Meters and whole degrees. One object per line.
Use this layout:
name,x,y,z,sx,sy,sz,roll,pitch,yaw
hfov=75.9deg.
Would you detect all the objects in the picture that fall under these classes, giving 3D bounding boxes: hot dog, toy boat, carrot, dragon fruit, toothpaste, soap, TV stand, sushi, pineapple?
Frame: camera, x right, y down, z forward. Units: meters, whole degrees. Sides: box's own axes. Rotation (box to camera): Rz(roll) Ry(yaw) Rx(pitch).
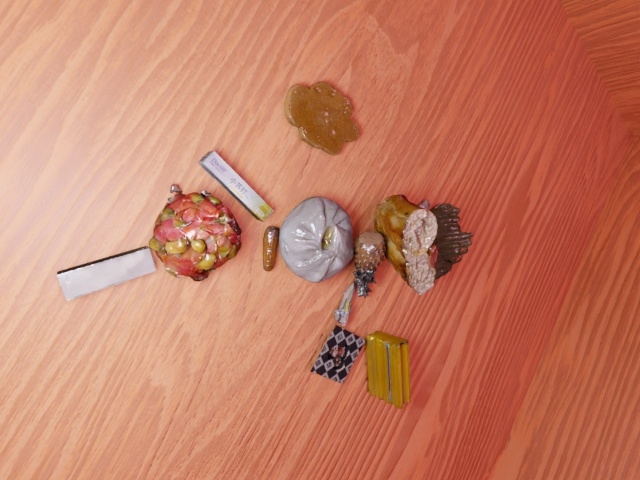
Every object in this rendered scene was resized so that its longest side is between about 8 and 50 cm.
hot dog,0.361,-0.013,1.783,0.196,0.365,0.367,-15,115,-14
toy boat,0.118,0.280,1.851,0.066,0.084,0.210,25,74,-9
carrot,-0.202,0.033,1.624,0.060,0.060,0.186,3,100,-32
dragon fruit,-0.409,-0.009,1.365,0.314,0.263,0.296,44,74,-29
toothpaste,-0.306,-0.197,1.507,0.071,0.089,0.313,-49,119,-11
soap,0.322,0.604,1.947,0.096,0.204,0.324,-14,105,-41
TV stand,-0.680,0.100,1.319,0.269,0.083,0.088,-19,104,-28
sushi,0.073,0.512,1.869,0.219,0.047,0.231,34,83,-36
pineapple,0.204,0.109,1.811,0.141,0.170,0.310,-6,125,-14

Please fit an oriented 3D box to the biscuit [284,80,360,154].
biscuit,0.015,-0.504,1.684,0.376,0.051,0.269,18,85,-33

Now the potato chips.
potato chips,0.620,0.027,2.113,0.389,0.097,0.373,-39,114,-23

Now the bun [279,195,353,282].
bun,0.005,0.002,1.666,0.354,0.194,0.354,-4,99,-30

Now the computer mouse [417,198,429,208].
computer mouse,0.514,-0.164,2.055,0.110,0.032,0.056,-34,113,-23
